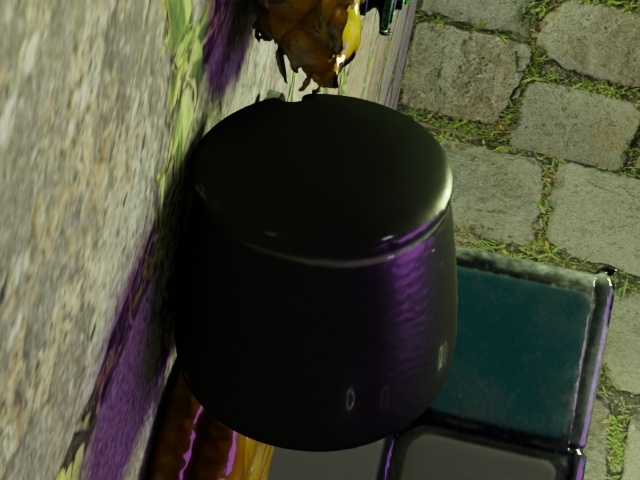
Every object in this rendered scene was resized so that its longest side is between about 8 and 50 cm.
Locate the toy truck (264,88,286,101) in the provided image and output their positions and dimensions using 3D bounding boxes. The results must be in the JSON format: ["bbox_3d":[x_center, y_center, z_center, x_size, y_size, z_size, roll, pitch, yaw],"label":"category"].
[{"bbox_3d":[-0.010,-0.049,1.045,0.192,0.083,0.092,62,47,-86],"label":"toy truck"}]

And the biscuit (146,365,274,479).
[{"bbox_3d":[-0.072,0.152,0.962,0.220,0.066,0.221,13,90,-86],"label":"biscuit"}]

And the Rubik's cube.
[{"bbox_3d":[0.072,0.166,1.279,0.316,0.313,0.318,84,18,-79],"label":"Rubik's cube"}]

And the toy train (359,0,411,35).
[{"bbox_3d":[0.038,-0.241,1.080,0.200,0.083,0.132,-67,167,-66],"label":"toy train"}]

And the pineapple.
[{"bbox_3d":[0.006,-0.190,0.821,0.225,0.076,0.225,16,90,-88],"label":"pineapple"}]

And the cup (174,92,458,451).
[{"bbox_3d":[0.000,0.000,0.821,0.223,0.169,0.177,-80,172,-49],"label":"cup"}]
